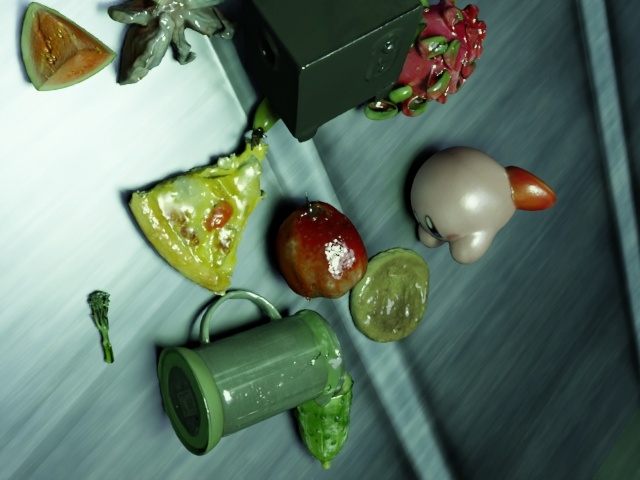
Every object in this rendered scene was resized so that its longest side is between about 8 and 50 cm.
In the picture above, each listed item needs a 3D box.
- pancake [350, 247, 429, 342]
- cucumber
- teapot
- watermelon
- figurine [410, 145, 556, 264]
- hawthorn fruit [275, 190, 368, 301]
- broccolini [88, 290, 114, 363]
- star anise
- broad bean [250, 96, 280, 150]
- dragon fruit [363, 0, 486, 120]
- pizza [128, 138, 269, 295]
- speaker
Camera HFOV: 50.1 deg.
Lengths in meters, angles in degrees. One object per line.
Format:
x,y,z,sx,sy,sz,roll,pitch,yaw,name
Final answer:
0.174,0.128,1.582,0.242,0.050,0.242,-13,113,-35,pancake
0.009,0.398,1.502,0.134,0.134,0.244,-16,117,-33,cucumber
-0.126,0.227,1.315,0.337,0.200,0.270,-14,79,-35,teapot
-0.364,-0.284,1.014,0.135,0.094,0.125,-8,102,-35,watermelon
0.318,-0.111,1.506,0.261,0.270,0.211,-41,119,-7,figurine
0.000,0.000,1.328,0.181,0.181,0.235,-28,124,-27,hawthorn fruit
-0.374,0.150,1.196,0.035,0.030,0.140,-54,145,-59,broccolini
-0.214,-0.364,1.083,0.258,0.110,0.198,-25,143,-23,star anise
-0.039,-0.282,1.285,0.325,0.075,0.067,-44,171,-16,broad bean
0.215,-0.354,1.376,0.198,0.218,0.272,16,102,-2,dragon fruit
-0.187,-0.073,1.229,0.280,0.075,0.287,42,78,-39,pizza
0.010,-0.320,1.132,0.232,0.254,0.184,-30,77,-14,speaker
